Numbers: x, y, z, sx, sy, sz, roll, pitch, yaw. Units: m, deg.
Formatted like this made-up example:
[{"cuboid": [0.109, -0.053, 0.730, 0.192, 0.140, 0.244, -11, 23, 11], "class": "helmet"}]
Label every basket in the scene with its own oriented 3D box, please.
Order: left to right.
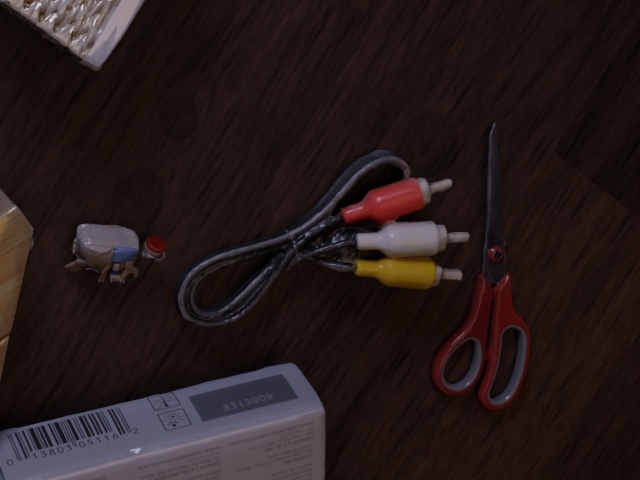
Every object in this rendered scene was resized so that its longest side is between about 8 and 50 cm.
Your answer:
[{"cuboid": [-0.196, -0.242, 1.411, 0.103, 0.113, 0.167, 33, 89, -24], "class": "basket"}]

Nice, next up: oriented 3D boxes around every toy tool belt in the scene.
[{"cuboid": [-0.187, 0.014, 1.528, 0.083, 0.052, 0.051, 8, 133, -22], "class": "toy tool belt"}]

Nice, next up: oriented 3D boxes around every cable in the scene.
[{"cuboid": [0.000, 0.000, 1.587, 0.287, 0.072, 0.139, -13, 104, -20], "class": "cable"}]

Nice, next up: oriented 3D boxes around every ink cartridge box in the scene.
[{"cuboid": [-0.152, 0.322, 1.627, 0.308, 0.091, 0.385, -13, 126, -21], "class": "ink cartridge box"}]

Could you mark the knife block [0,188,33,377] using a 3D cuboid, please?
[{"cuboid": [-0.391, 0.077, 1.427, 0.242, 0.088, 0.276, 9, 101, -26], "class": "knife block"}]

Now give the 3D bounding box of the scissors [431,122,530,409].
[{"cuboid": [0.184, 0.030, 1.709, 0.109, 0.021, 0.297, 7, 101, -23], "class": "scissors"}]
